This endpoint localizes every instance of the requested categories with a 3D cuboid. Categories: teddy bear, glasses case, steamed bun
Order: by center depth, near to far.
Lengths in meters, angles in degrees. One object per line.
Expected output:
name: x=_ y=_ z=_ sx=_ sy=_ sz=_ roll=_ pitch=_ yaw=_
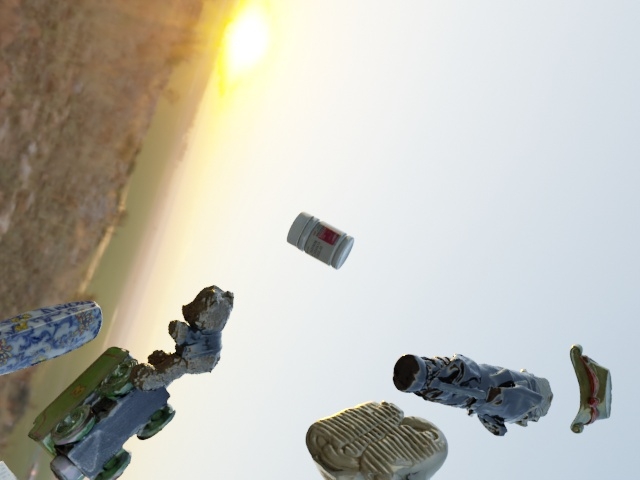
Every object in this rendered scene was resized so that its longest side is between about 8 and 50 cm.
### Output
glasses case: x=-0.482 y=0.164 z=1.328 sx=0.248 sy=0.065 sz=0.087 roll=-18 pitch=129 yaw=-51
steamed bun: x=0.098 y=0.390 z=1.353 sx=0.211 sy=0.218 sz=0.144 roll=27 pitch=-54 yaw=42
teddy bear: x=-0.256 y=0.208 z=1.559 sx=0.251 sy=0.129 sz=0.182 roll=-53 pitch=179 yaw=8

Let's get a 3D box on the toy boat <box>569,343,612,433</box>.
toy boat: x=0.496 y=0.278 z=1.430 sx=0.089 sy=0.071 sz=0.185 roll=-33 pitch=121 yaw=-53

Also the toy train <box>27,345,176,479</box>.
toy train: x=-0.464 y=0.372 z=1.650 sx=0.248 sy=0.173 sz=0.307 roll=1 pitch=-139 yaw=52

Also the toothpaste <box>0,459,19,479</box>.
toothpaste: x=-0.497 y=0.365 z=0.999 sx=0.081 sy=0.067 sz=0.336 roll=-42 pitch=174 yaw=0

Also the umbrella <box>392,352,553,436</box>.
umbrella: x=0.251 y=0.246 z=1.251 sx=0.113 sy=0.357 sz=0.106 roll=-53 pitch=-136 yaw=19

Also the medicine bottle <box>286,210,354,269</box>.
medicine bottle: x=0.000 y=0.000 z=1.186 sx=0.058 sy=0.091 sz=0.058 roll=-57 pitch=166 yaw=-22
